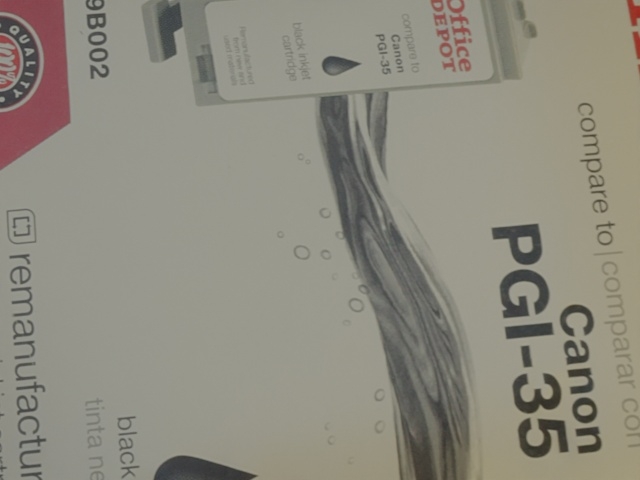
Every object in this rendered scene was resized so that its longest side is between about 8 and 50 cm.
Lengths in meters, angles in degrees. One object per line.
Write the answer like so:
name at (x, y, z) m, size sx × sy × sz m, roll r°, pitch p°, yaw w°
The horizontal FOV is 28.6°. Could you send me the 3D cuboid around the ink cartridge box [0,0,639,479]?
ink cartridge box at (0.000, 0.000, 0.436) m, size 0.282 × 0.117 × 0.207 m, roll -5°, pitch 78°, yaw -4°
